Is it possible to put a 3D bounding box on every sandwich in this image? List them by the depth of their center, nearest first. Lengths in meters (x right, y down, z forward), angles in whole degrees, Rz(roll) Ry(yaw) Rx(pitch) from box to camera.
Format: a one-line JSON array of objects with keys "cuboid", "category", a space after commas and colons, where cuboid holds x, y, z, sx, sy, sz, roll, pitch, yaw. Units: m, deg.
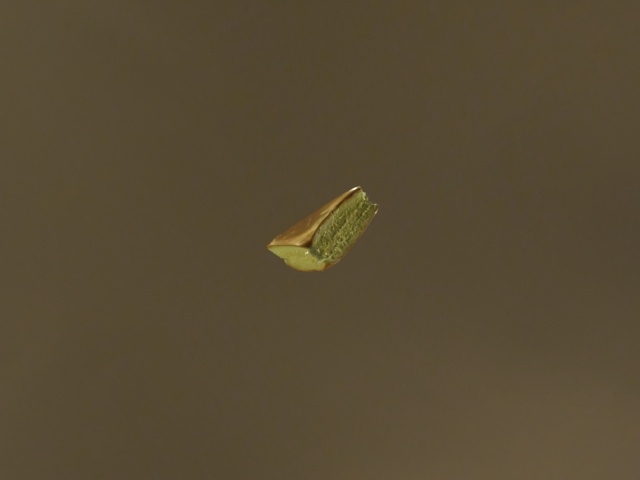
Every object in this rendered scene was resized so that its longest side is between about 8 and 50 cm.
[{"cuboid": [0.000, 0.000, 0.913, 0.083, 0.044, 0.031, -35, -68, 25], "category": "sandwich"}]
